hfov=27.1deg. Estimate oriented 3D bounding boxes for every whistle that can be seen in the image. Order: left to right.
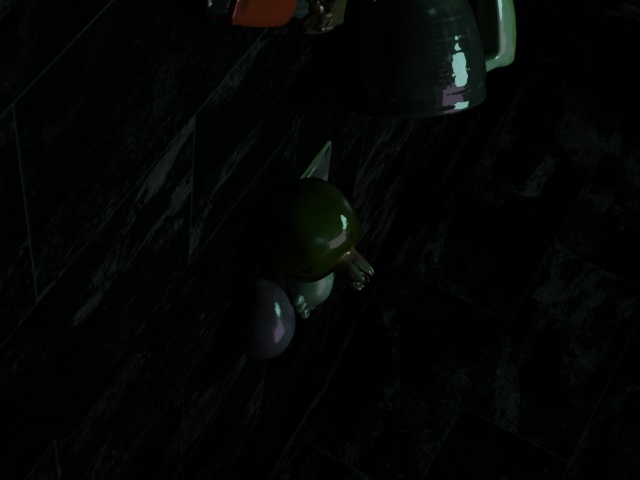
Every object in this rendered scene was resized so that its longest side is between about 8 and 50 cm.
[{"bbox_3d":[-0.017,0.016,2.318,0.110,0.092,0.244,-8,105,-67],"label":"whistle"}]

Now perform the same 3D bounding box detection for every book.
[{"bbox_3d":[-0.019,-0.084,2.374,0.127,0.014,0.182,-56,166,-29],"label":"book"}]

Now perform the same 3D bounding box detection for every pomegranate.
[{"bbox_3d":[0.000,0.000,2.171,0.180,0.209,0.180,-44,166,-14],"label":"pomegranate"}]

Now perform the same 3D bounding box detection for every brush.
[{"bbox_3d":[-0.081,-0.291,1.603,0.323,0.051,0.070,-12,121,-71],"label":"brush"}]

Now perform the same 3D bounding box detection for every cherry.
[{"bbox_3d":[-0.094,0.122,2.321,0.148,0.115,0.188,65,25,-19],"label":"cherry"}]

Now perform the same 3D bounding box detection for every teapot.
[{"bbox_3d":[0.178,-0.326,2.061,0.239,0.321,0.239,-118,-156,-66],"label":"teapot"}]

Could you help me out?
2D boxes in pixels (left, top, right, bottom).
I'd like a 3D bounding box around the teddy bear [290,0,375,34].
[{"bbox_3d":[0.088,-0.395,1.812,0.267,0.156,0.256,-18,-173,32],"label":"teddy bear"}]
